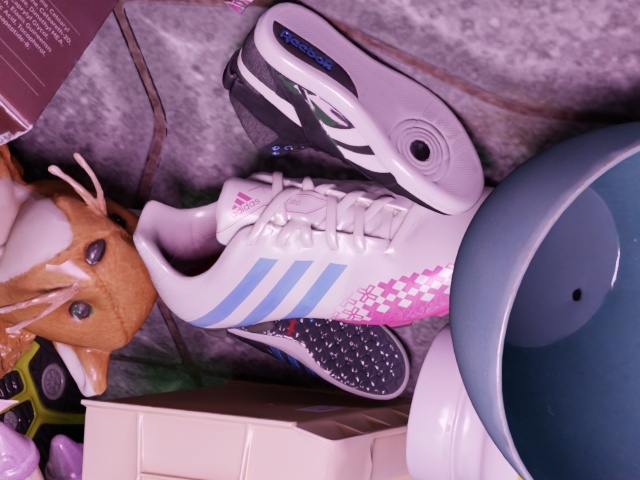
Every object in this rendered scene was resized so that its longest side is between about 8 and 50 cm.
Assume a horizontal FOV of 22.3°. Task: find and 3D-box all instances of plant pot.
[{"bbox_3d":[0.207,0.041,1.172,0.290,0.290,0.195,50,172,-27],"label":"plant pot"}]

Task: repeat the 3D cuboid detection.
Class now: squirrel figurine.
[{"bbox_3d":[-0.326,-0.004,1.472,0.370,0.281,0.397,19,158,-6],"label":"squirrel figurine"}]

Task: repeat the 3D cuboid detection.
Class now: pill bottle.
[{"bbox_3d":[0.250,0.170,1.332,0.334,0.188,0.188,12,141,20],"label":"pill bottle"}]

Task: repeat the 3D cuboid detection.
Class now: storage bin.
[{"bbox_3d":[-0.048,0.207,1.495,0.260,0.123,0.262,3,-179,29],"label":"storage bin"}]

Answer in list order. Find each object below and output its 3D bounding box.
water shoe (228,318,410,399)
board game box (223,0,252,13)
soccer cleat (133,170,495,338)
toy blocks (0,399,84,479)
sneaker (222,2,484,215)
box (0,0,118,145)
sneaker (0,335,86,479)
[{"bbox_3d":[-0.010,0.086,1.508,0.203,0.073,0.080,27,170,0],"label":"water shoe"},{"bbox_3d":[-0.073,-0.222,1.203,0.090,0.020,0.090,36,143,-9],"label":"board game box"},{"bbox_3d":[0.000,0.000,1.304,0.331,0.116,0.143,-11,136,24],"label":"soccer cleat"},{"bbox_3d":[-0.366,0.233,1.483,0.288,0.309,0.260,-6,130,11],"label":"toy blocks"},{"bbox_3d":[0.021,-0.085,1.270,0.217,0.079,0.121,41,145,-5],"label":"sneaker"},{"bbox_3d":[-0.275,-0.184,1.219,0.168,0.203,0.167,-17,126,43],"label":"box"},{"bbox_3d":[-0.333,0.214,1.780,0.147,0.145,0.384,1,135,30],"label":"sneaker"}]
